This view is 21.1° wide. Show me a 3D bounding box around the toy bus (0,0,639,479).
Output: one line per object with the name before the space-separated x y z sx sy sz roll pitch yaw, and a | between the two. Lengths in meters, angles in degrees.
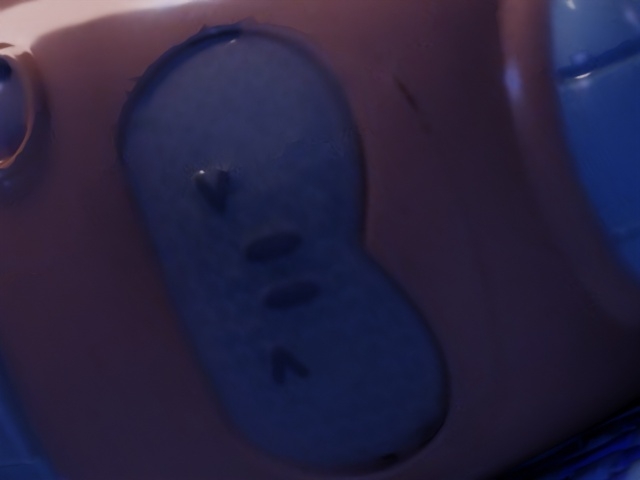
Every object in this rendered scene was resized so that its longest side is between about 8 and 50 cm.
toy bus | 0.029 -0.023 0.514 0.232 0.194 0.288 -11 12 36
